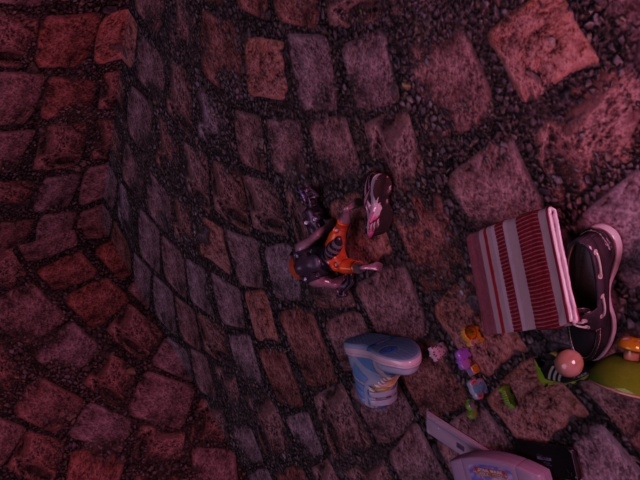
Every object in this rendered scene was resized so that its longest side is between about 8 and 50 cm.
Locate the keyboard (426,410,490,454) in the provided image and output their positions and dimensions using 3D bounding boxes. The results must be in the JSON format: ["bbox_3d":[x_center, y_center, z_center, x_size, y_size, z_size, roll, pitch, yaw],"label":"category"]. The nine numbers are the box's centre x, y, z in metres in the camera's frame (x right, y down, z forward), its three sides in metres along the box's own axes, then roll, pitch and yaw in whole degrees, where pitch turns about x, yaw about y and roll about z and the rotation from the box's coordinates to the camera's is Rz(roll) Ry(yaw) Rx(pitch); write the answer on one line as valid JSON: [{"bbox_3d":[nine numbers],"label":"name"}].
[{"bbox_3d":[0.368,0.533,2.113,0.256,0.014,0.072,26,133,48],"label":"keyboard"}]

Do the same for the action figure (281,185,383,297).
[{"bbox_3d":[0.000,0.000,2.226,0.330,0.178,0.341,-31,82,48],"label":"action figure"}]

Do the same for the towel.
[{"bbox_3d":[0.414,0.072,1.678,0.329,0.037,0.237,152,108,-69],"label":"towel"}]

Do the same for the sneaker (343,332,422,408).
[{"bbox_3d":[0.188,0.372,2.192,0.319,0.127,0.208,5,110,65],"label":"sneaker"}]

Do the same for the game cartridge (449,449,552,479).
[{"bbox_3d":[0.440,0.609,1.944,0.297,0.062,0.198,-12,99,54],"label":"game cartridge"}]

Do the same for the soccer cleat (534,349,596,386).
[{"bbox_3d":[0.514,0.267,1.700,0.179,0.060,0.072,-30,79,63],"label":"soccer cleat"}]

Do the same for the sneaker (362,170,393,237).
[{"bbox_3d":[0.141,-0.097,2.069,0.077,0.072,0.178,44,133,54],"label":"sneaker"}]

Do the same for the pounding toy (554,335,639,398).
[{"bbox_3d":[0.572,0.216,1.492,0.237,0.183,0.110,12,96,32],"label":"pounding toy"}]

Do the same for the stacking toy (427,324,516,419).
[{"bbox_3d":[0.365,0.326,1.965,0.221,0.052,0.167,63,147,9],"label":"stacking toy"}]

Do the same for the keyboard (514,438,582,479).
[{"bbox_3d":[0.526,0.517,1.859,0.180,0.023,0.108,-11,91,58],"label":"keyboard"}]

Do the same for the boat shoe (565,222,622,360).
[{"bbox_3d":[0.517,0.115,1.584,0.114,0.091,0.302,20,124,48],"label":"boat shoe"}]
